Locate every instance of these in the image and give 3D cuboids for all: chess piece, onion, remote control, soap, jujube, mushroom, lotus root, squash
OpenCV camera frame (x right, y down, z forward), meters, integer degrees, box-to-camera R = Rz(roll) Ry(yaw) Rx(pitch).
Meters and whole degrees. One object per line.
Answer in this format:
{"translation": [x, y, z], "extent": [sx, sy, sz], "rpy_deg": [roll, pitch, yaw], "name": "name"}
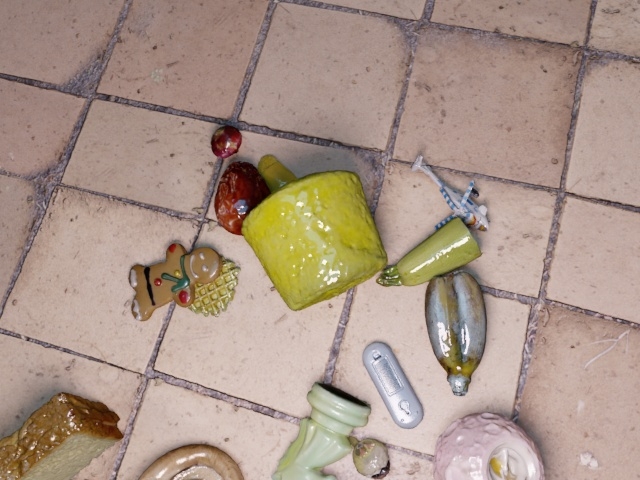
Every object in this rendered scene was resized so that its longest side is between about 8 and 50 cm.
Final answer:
{"translation": [-0.001, 0.526, 1.576], "extent": [0.175, 0.176, 0.298], "rpy_deg": [25, 86, 13], "name": "chess piece"}
{"translation": [-0.284, -0.298, 1.881], "extent": [0.107, 0.097, 0.107], "rpy_deg": [-25, 50, 34], "name": "onion"}
{"translation": [0.191, 0.384, 1.645], "extent": [0.087, 0.047, 0.244], "rpy_deg": [-28, 74, -5], "name": "remote control"}
{"translation": [-0.136, -0.191, 1.860], "extent": [0.089, 0.033, 0.168], "rpy_deg": [-44, 73, -10], "name": "soap"}
{"translation": [-0.224, -0.127, 1.796], "extent": [0.168, 0.168, 0.236], "rpy_deg": [-9, 53, 4], "name": "jujube"}
{"translation": [-0.334, 0.603, 1.598], "extent": [0.285, 0.156, 0.151], "rpy_deg": [2, 62, -5], "name": "mushroom"}
{"translation": [0.359, 0.241, 1.622], "extent": [0.158, 0.140, 0.322], "rpy_deg": [-8, 78, 22], "name": "lotus root"}
{"translation": [0.293, 0.062, 1.710], "extent": [0.287, 0.137, 0.137], "rpy_deg": [-34, 72, 11], "name": "squash"}

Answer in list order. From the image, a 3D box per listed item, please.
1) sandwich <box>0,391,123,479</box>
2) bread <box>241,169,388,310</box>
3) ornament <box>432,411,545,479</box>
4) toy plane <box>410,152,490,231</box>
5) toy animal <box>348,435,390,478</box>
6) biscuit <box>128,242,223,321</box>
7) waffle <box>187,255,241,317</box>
{"translation": [-0.707, 0.542, 1.593], "extent": [0.325, 0.262, 0.131], "rpy_deg": [-38, 68, -5], "name": "sandwich"}
{"translation": [0.000, 0.000, 1.636], "extent": [0.348, 0.348, 0.308], "rpy_deg": [-30, 78, -2], "name": "bread"}
{"translation": [0.392, 0.541, 1.478], "extent": [0.259, 0.225, 0.259], "rpy_deg": [5, 73, -15], "name": "ornament"}
{"translation": [0.371, -0.121, 1.766], "extent": [0.273, 0.107, 0.182], "rpy_deg": [36, 124, 33], "name": "toy plane"}
{"translation": [0.124, 0.558, 1.594], "extent": [0.098, 0.137, 0.098], "rpy_deg": [-4, 99, -27], "name": "toy animal"}
{"translation": [-0.420, 0.103, 1.774], "extent": [0.301, 0.049, 0.197], "rpy_deg": [-20, 71, 11], "name": "biscuit"}
{"translation": [-0.320, 0.127, 1.785], "extent": [0.169, 0.036, 0.183], "rpy_deg": [22, 79, 15], "name": "waffle"}
